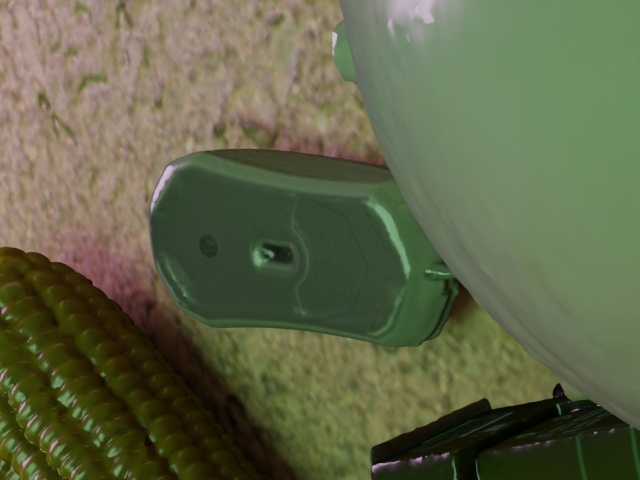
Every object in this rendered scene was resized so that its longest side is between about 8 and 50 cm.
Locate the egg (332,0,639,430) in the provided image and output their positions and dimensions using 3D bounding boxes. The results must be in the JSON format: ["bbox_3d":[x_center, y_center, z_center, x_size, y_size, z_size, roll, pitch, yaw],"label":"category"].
[{"bbox_3d":[0.160,-0.080,0.544,0.355,0.354,0.340,60,150,13],"label":"egg"}]

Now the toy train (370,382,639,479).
[{"bbox_3d":[0.138,0.085,0.756,0.225,0.137,0.090,-19,89,48],"label":"toy train"}]

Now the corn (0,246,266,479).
[{"bbox_3d":[-0.088,0.142,1.018,0.363,0.120,0.120,48,131,24],"label":"corn"}]

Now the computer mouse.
[{"bbox_3d":[0.000,0.000,0.930,0.181,0.056,0.089,7,113,37],"label":"computer mouse"}]
